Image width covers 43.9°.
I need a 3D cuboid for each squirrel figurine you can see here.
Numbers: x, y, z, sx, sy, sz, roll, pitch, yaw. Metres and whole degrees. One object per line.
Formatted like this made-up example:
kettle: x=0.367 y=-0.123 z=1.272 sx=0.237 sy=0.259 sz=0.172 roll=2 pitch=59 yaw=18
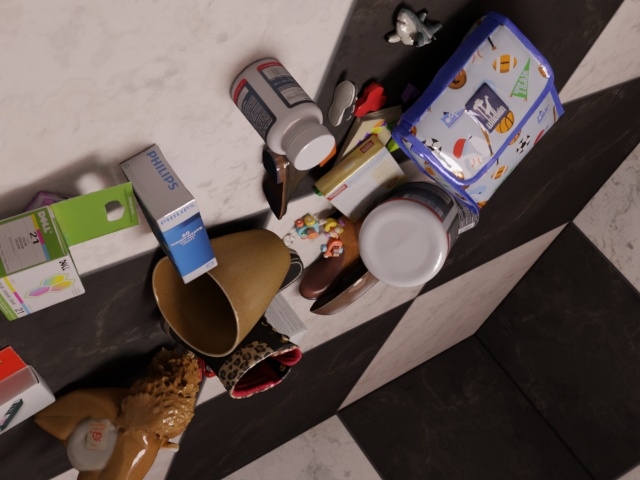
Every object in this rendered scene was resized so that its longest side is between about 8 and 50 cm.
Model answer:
squirrel figurine: x=-0.438 y=0.455 z=1.969 sx=0.397 sy=0.281 sz=0.370 roll=-37 pitch=165 yaw=4

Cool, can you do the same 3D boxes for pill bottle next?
pill bottle: x=0.234 y=-0.032 z=1.975 sx=0.210 sy=0.210 sz=0.363 roll=-47 pitch=178 yaw=22
pill bottle: x=-0.060 y=-0.208 z=1.333 sx=0.108 sy=0.180 sz=0.108 roll=-31 pitch=157 yaw=-15
pill bottle: x=0.330 y=-0.052 z=2.302 sx=0.246 sy=0.130 sz=0.130 roll=-23 pitch=154 yaw=-30

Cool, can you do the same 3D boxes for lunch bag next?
lunch bag: x=0.335 y=-0.272 z=1.723 sx=0.327 sy=0.239 sz=0.385 roll=-51 pitch=150 yaw=3

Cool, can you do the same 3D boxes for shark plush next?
shark plush: x=0.196 y=-0.405 z=1.509 sx=0.161 sy=0.073 sz=0.067 roll=-11 pitch=116 yaw=-40

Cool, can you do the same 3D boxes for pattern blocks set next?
pattern blocks set: x=0.100 y=-0.221 z=1.756 sx=0.285 sy=0.026 sz=0.324 roll=-10 pitch=146 yaw=-49

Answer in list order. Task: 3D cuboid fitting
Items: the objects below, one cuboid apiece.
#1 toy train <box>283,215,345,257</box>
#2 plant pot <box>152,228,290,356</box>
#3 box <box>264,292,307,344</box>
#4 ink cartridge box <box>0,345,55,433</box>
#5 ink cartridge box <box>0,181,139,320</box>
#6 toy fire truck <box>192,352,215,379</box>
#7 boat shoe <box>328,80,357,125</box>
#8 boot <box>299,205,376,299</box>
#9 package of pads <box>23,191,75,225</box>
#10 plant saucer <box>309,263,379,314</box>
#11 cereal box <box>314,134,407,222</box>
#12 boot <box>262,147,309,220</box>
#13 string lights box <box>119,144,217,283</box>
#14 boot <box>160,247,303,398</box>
toy train: x=0.000 y=0.000 z=1.938 sx=0.166 sy=0.046 sz=0.125 roll=9 pitch=128 yaw=-33
plant pot: x=-0.186 y=0.079 z=1.700 sx=0.254 sy=0.237 sz=0.237 roll=-39 pitch=164 yaw=-43
box: x=-0.156 y=0.230 z=2.048 sx=0.119 sy=0.182 sz=0.181 roll=-19 pitch=152 yaw=-40
ink cartridge box: x=-0.704 y=0.344 z=1.613 sx=0.275 sy=0.060 sz=0.239 roll=-31 pitch=158 yaw=-16
ink cartridge box: x=-0.408 y=0.017 z=1.283 sx=0.255 sy=0.097 sz=0.188 roll=-20 pitch=162 yaw=-15
toy fire truck: x=-0.309 y=0.292 z=2.053 sx=0.047 sy=0.135 sz=0.191 roll=-15 pitch=110 yaw=-43
boat shoe: x=0.051 y=-0.272 z=1.556 sx=0.038 sy=0.046 sz=0.125 roll=-26 pitch=158 yaw=-27
boot: x=0.045 y=0.021 z=2.064 sx=0.264 sy=0.096 sz=0.280 roll=-30 pitch=155 yaw=-11
package of pads: x=-0.431 y=-0.050 z=1.282 sx=0.050 sy=0.032 sz=0.083 roll=-42 pitch=158 yaw=20
plant saucer: x=0.101 y=0.113 z=2.214 sx=0.311 sy=0.050 sz=0.310 roll=-39 pitch=-177 yaw=3
cereal box: x=0.098 y=-0.136 z=1.820 sx=0.173 sy=0.047 sz=0.240 roll=-39 pitch=158 yaw=6
boot: x=-0.057 y=-0.125 z=1.635 sx=0.106 sy=0.082 sz=0.219 roll=-27 pitch=154 yaw=-18
string lights box: x=-0.264 y=-0.041 z=1.416 sx=0.077 sy=0.133 sz=0.259 roll=-32 pitch=157 yaw=-13
boot: x=-0.140 y=0.183 z=1.822 sx=0.378 sy=0.284 sz=0.138 roll=-25 pitch=137 yaw=-29
